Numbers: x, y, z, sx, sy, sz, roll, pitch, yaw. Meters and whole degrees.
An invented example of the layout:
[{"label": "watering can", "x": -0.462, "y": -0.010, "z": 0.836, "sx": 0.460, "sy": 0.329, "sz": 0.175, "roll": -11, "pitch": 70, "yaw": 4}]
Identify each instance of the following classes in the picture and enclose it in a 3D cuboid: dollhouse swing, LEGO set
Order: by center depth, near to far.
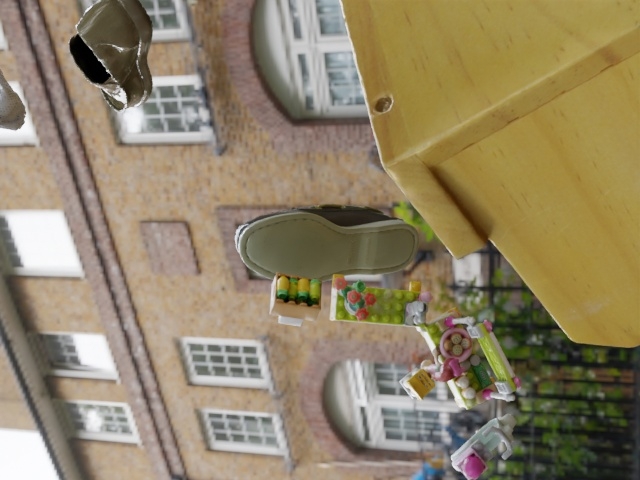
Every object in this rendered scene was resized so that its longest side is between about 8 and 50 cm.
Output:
[{"label": "dollhouse swing", "x": 0.258, "y": -0.135, "z": 0.796, "sx": 0.305, "sy": 0.346, "sz": 0.315, "roll": 35, "pitch": -146, "yaw": -45}, {"label": "LEGO set", "x": 0.091, "y": 0.098, "z": 0.909, "sx": 0.132, "sy": 0.287, "sz": 0.107, "roll": -50, "pitch": 5, "yaw": -11}]

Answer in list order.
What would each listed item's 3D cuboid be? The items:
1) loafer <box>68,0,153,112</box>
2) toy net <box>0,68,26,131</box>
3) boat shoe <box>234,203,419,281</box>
[{"label": "loafer", "x": -0.154, "y": -0.134, "z": 0.684, "sx": 0.056, "sy": 0.050, "sz": 0.148, "roll": 57, "pitch": 161, "yaw": 10}, {"label": "toy net", "x": -0.350, "y": -0.158, "z": 0.773, "sx": 0.045, "sy": 0.232, "sz": 0.122, "roll": -53, "pitch": 8, "yaw": 44}, {"label": "boat shoe", "x": 0.000, "y": 0.000, "z": 1.050, "sx": 0.227, "sy": 0.068, "sz": 0.081, "roll": 2, "pitch": -70, "yaw": -33}]
